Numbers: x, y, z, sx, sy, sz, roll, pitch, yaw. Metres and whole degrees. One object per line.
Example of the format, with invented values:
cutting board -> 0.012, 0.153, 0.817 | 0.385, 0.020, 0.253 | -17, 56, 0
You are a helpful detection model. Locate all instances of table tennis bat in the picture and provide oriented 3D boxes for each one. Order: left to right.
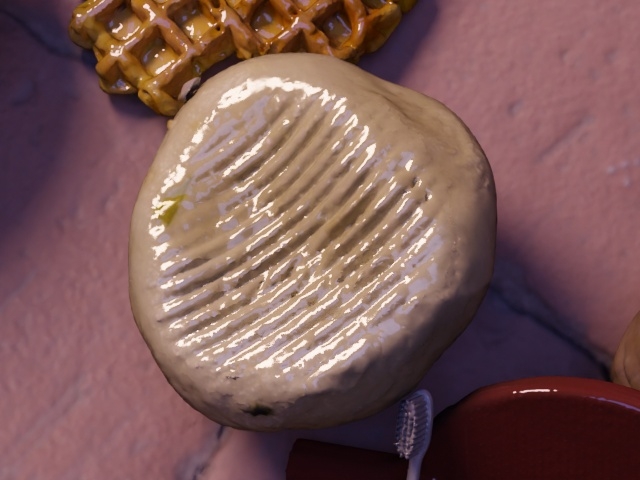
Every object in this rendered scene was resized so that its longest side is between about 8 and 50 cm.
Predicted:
table tennis bat -> 0.127, 0.169, 0.987 | 0.310, 0.200, 0.038 | 6, 34, 18

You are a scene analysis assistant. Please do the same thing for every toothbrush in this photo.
toothbrush -> 0.048, 0.228, 0.977 | 0.019, 0.025, 0.276 | 13, 105, 29

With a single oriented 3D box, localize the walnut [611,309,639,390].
walnut -> 0.303, 0.107, 0.999 | 0.230, 0.178, 0.178 | 34, 80, 0

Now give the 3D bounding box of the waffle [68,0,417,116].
waffle -> -0.051, -0.197, 1.095 | 0.253, 0.056, 0.249 | 15, 79, -1

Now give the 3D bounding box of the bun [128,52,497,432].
bun -> 0.000, 0.000, 1.010 | 0.259, 0.160, 0.259 | -4, 75, 13
